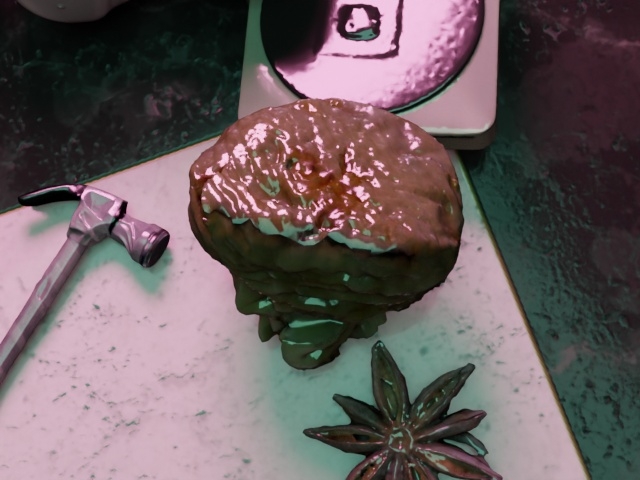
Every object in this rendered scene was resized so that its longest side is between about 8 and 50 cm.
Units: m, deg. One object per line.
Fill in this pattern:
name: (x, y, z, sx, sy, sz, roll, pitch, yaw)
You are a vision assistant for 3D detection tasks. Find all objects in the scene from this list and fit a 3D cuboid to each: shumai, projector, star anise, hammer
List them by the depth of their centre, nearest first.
shumai: (0.000, -0.001, 1.088, 0.256, 0.218, 0.189, 13, 47, 3)
star anise: (0.076, 0.193, 1.110, 0.182, 0.065, 0.195, -12, 83, 4)
hammer: (-0.319, 0.134, 1.142, 0.152, 0.044, 0.427, 28, 82, 7)
projector: (0.056, -0.220, 1.171, 0.257, 0.079, 0.259, 2, 75, 9)

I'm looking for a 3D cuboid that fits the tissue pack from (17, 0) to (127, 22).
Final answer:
tissue pack: (-0.175, -0.374, 1.117, 0.333, 0.229, 0.236, -8, 67, 16)
